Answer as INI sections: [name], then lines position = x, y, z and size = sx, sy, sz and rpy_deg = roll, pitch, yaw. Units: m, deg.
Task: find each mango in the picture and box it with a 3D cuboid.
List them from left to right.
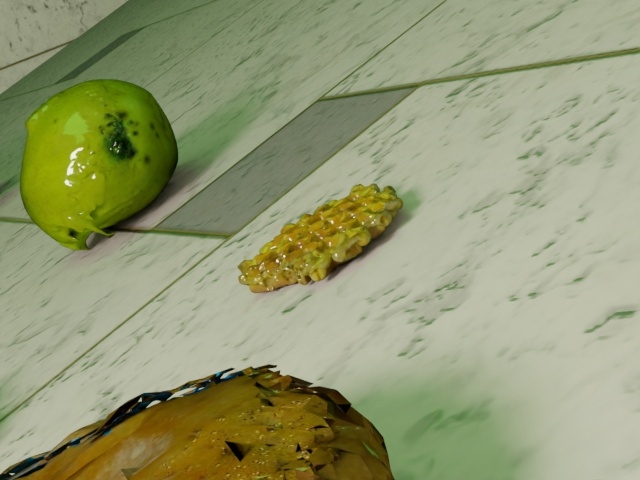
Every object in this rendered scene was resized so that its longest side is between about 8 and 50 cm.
[mango]
position = -0.161, -0.059, 0.984
size = 0.119, 0.100, 0.178
rpy_deg = -38, 8, -6

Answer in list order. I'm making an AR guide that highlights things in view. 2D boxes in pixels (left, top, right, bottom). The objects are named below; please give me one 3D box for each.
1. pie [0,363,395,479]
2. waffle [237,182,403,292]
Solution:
[pie]
position = -0.092, 0.123, 0.367
size = 0.273, 0.069, 0.273
rpy_deg = -28, 14, 8
[waffle]
position = 0.002, -0.001, 0.635
size = 0.078, 0.016, 0.085
rpy_deg = -40, 17, -19
